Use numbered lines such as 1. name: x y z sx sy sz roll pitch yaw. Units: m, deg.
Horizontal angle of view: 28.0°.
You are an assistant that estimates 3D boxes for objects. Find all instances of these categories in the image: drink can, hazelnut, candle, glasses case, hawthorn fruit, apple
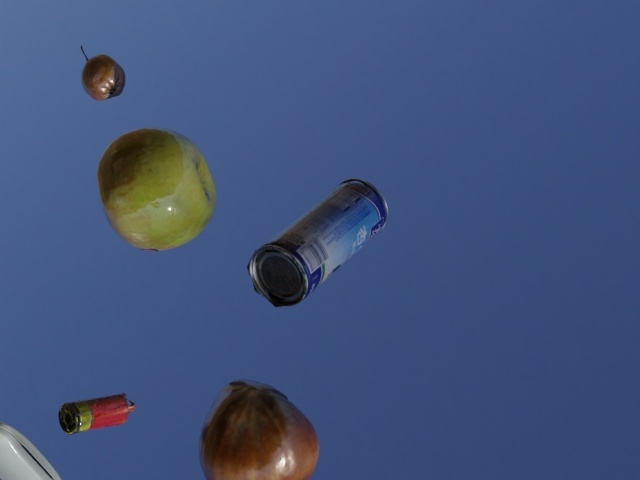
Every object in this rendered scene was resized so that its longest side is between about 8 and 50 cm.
1. drink can: 0.000 0.000 1.805 0.097 0.097 0.235 -8 -159 36
2. hazelnut: -0.098 0.292 1.856 0.182 0.182 0.182 -24 -142 20
3. candle: -0.343 0.268 2.008 0.052 0.131 0.052 6 -81 44
4. glasses case: -0.468 0.347 1.997 0.076 0.197 0.049 -9 -138 26
5. hawthorn fruit: -0.335 -0.252 1.909 0.067 0.067 0.103 -45 -115 -7
6. apple: -0.314 -0.101 2.474 0.194 0.260 0.260 -16 -140 11
